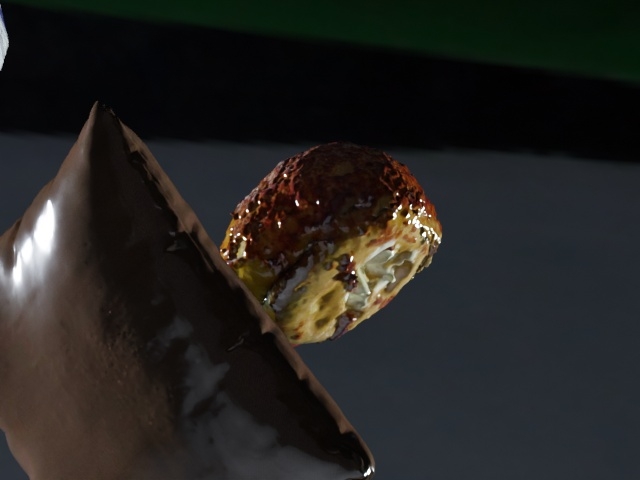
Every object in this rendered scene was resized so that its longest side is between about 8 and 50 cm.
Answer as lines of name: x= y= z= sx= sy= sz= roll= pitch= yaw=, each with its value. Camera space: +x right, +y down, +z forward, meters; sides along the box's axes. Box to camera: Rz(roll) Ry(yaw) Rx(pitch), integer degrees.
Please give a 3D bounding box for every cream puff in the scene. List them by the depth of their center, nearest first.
cream puff: x=0.000 y=0.000 z=1.947 sx=0.164 sy=0.240 sz=0.240 roll=48 pitch=-7 yaw=19

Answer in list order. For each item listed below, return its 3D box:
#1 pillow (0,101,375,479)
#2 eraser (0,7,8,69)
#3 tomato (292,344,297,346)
pillow: x=-0.138 y=0.098 z=1.353 sx=0.108 sy=0.305 sz=0.308 roll=-33 pitch=-5 yaw=-46
eraser: x=-0.310 y=-0.239 z=1.552 sx=0.068 sy=0.210 sz=0.124 roll=-9 pitch=20 yaw=2
tomato: x=-0.042 y=0.076 z=2.104 sx=0.159 sy=0.091 sz=0.139 roll=-50 pitch=-30 yaw=17
